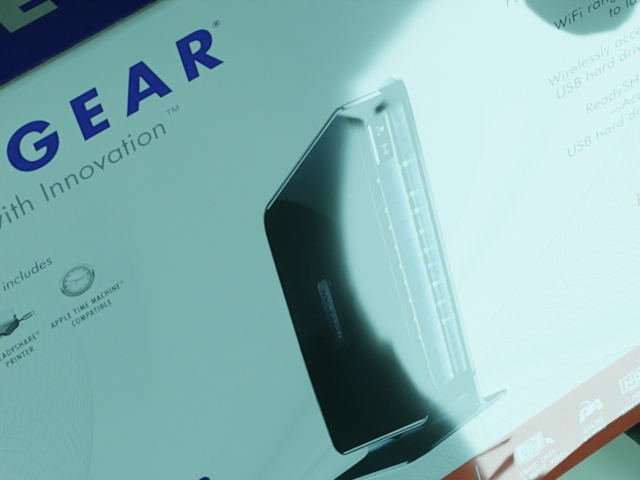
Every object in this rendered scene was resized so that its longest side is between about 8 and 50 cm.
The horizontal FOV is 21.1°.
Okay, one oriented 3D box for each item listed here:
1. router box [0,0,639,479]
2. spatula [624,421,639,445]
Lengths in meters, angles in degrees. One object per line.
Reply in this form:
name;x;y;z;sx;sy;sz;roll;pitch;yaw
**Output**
router box;0.000;0.000;0.614;0.082;0.335;0.301;43;159;44
spatula;0.158;0.100;0.861;0.296;0.030;0.084;33;143;-7
